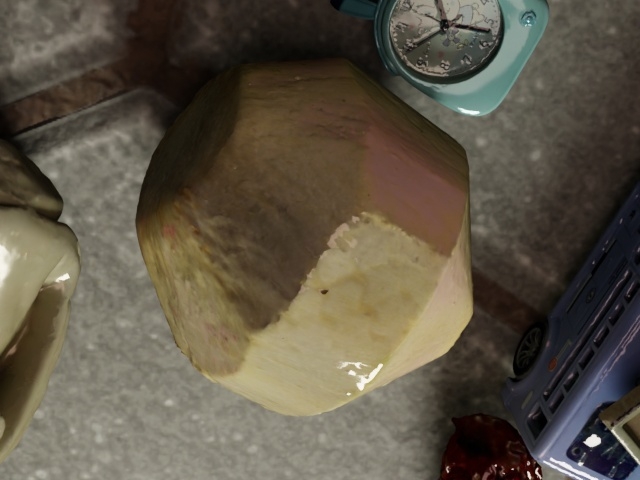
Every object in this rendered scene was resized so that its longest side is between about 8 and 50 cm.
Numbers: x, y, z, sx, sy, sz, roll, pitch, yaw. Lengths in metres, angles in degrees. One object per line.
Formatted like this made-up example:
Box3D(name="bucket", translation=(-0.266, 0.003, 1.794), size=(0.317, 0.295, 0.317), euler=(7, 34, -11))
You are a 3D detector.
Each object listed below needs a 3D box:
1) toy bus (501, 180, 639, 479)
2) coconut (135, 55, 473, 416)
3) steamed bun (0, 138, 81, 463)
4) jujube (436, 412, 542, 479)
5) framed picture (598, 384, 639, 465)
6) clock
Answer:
Box3D(name="toy bus", translation=(0.266, 0.051, 1.396), size=(0.125, 0.133, 0.292), euler=(26, 110, -16))
Box3D(name="coconut", translation=(0.000, 0.000, 1.295), size=(0.259, 0.259, 0.259), euler=(-2, 115, -4))
Box3D(name="steamed bun", translation=(-0.356, 0.070, 1.283), size=(0.343, 0.255, 0.367), euler=(16, 114, -15))
Box3D(name="jujube", translation=(0.138, 0.213, 1.465), size=(0.104, 0.104, 0.166), euler=(-6, 142, -3))
Box3D(name="framed picture", translation=(0.376, 0.108, 1.376), size=(0.289, 0.020, 0.211), euler=(-37, 128, 7))
Box3D(name="clock", translation=(0.085, -0.164, 1.327), size=(0.147, 0.045, 0.108), euler=(25, 110, -15))
